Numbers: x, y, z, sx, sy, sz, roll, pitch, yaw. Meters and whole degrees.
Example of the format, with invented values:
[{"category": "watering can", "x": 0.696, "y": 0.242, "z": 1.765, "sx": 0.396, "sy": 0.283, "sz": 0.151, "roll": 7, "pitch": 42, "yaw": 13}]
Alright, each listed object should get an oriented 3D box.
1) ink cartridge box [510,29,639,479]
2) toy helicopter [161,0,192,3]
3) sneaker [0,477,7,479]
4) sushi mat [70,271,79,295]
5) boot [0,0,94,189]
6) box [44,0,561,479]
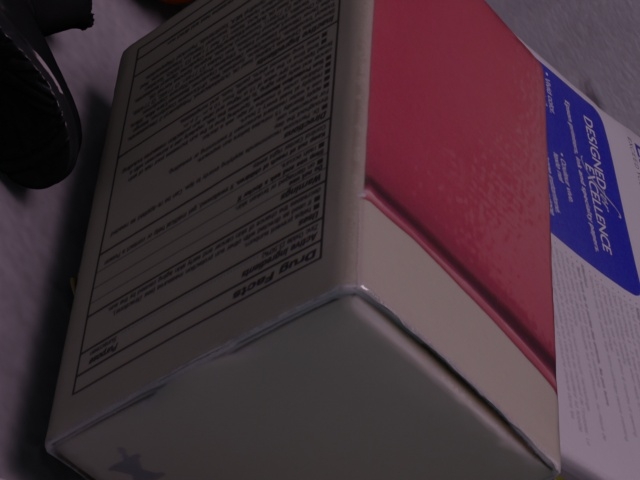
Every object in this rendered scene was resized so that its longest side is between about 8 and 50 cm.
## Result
[{"category": "ink cartridge box", "x": 0.105, "y": 0.009, "z": 1.075, "sx": 0.307, "sy": 0.072, "sz": 0.303, "roll": 35, "pitch": 36, "yaw": -41}, {"category": "toy helicopter", "x": -0.057, "y": -0.222, "z": 0.930, "sx": 0.355, "sy": 0.235, "sz": 0.140, "roll": 28, "pitch": 10, "yaw": -11}, {"category": "sneaker", "x": -0.137, "y": 0.152, "z": 0.518, "sx": 0.115, "sy": 0.105, "sz": 0.281, "roll": 48, "pitch": 32, "yaw": -21}, {"category": "sushi mat", "x": -0.011, "y": 0.160, "z": 0.801, "sx": 0.151, "sy": 0.019, "sz": 0.316, "roll": 11, "pitch": 56, "yaw": -53}, {"category": "boot", "x": -0.123, "y": -0.088, "z": 0.824, "sx": 0.121, "sy": 0.045, "sz": 0.099, "roll": 57, "pitch": 26, "yaw": -6}, {"category": "box", "x": 0.000, "y": 0.000, "z": 0.788, "sx": 0.127, "sy": 0.148, "sz": 0.232, "roll": 42, "pitch": 34, "yaw": -31}]
